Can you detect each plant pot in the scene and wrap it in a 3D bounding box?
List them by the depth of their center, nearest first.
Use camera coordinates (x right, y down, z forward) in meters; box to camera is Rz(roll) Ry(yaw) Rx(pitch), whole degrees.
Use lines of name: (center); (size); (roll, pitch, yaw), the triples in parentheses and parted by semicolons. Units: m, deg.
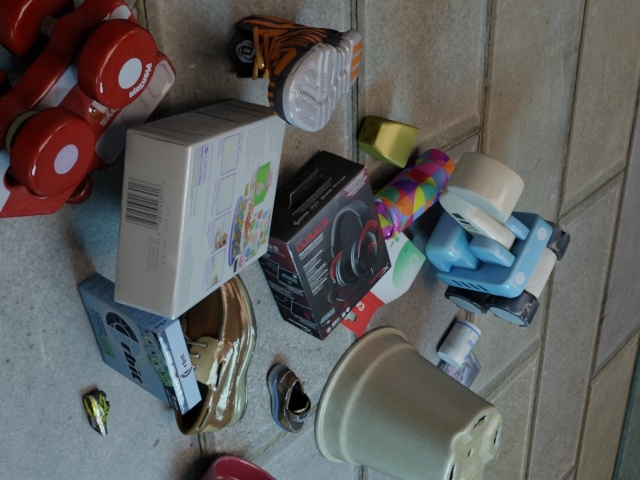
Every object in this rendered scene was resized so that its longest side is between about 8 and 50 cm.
plant pot: (-0.164, 0.529, 1.567); (0.180, 0.201, 0.201); (-54, 145, 10)
plant pot: (0.119, -0.194, 1.610); (0.083, 0.081, 0.081); (17, 95, -42)
plant pot: (0.211, 0.398, 1.854); (0.334, 0.305, 0.333); (-29, 130, -41)

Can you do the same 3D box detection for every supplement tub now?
supplement tub: (0.351, 0.258, 2.152); (0.107, 0.071, 0.071); (-56, 143, -15)

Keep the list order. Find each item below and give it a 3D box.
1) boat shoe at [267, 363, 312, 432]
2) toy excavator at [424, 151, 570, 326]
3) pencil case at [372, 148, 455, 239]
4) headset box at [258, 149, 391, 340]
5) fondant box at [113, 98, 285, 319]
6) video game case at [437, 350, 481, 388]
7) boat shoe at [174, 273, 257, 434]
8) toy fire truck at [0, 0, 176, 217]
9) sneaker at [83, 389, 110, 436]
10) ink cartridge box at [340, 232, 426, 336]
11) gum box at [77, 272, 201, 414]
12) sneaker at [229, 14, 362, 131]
boat shoe: (-0.056, 0.325, 1.679); (0.066, 0.066, 0.183); (-43, 138, -28)
toy excavator: (0.327, -0.017, 1.754); (0.445, 0.433, 0.222); (35, 77, -28)
pencil case: (0.175, -0.096, 1.714); (0.236, 0.104, 0.104); (-36, 134, -36)
headset box: (0.000, 0.000, 1.534); (0.218, 0.110, 0.293); (-45, 139, -26)
fondant box: (-0.162, -0.059, 1.217); (0.330, 0.096, 0.238); (-37, 140, -65)
video game case: (0.323, 0.404, 2.237); (0.274, 0.026, 0.196); (-54, 142, -15)
boat shoe: (-0.186, 0.189, 1.399); (0.120, 0.123, 0.324); (-21, 124, -41)
toy fire truck: (-0.305, -0.151, 1.046); (0.302, 0.169, 0.254); (-57, 161, -11)
sneaker: (-0.339, 0.268, 1.321); (0.035, 0.031, 0.083); (-34, 133, -37)
ink cartridge box: (0.118, 0.087, 1.783); (0.224, 0.056, 0.181); (-62, 143, -9)
gum box: (-0.260, 0.147, 1.224); (0.041, 0.184, 0.157); (-37, 134, -34)
sneaker: (-0.060, -0.248, 1.243); (0.321, 0.180, 0.124); (-52, 152, -65)
